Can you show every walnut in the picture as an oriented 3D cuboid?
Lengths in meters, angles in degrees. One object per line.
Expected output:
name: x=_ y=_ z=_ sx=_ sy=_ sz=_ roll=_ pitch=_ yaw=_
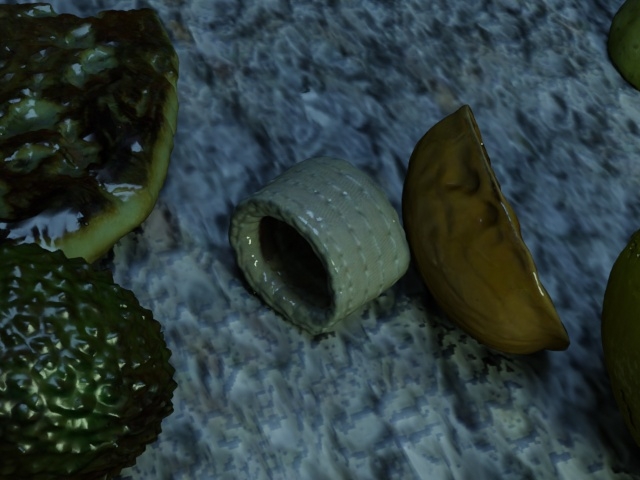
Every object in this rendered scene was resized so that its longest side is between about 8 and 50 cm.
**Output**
walnut: x=0.110 y=0.001 z=0.958 sx=0.087 sy=0.167 sz=0.211 roll=-21 pitch=57 yaw=5

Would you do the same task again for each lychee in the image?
lychee: x=-0.169 y=0.080 z=0.771 sx=0.171 sy=0.171 sz=0.171 roll=9 pitch=45 yaw=-9

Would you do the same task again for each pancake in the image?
pancake: x=-0.272 y=-0.054 z=0.950 sx=0.305 sy=0.066 sz=0.426 roll=11 pitch=45 yaw=4

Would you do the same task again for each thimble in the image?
thimble: x=0.000 y=0.000 z=0.941 sx=0.090 sy=0.102 sz=0.115 roll=-35 pitch=96 yaw=-39

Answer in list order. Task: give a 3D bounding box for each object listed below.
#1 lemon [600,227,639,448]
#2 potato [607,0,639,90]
lemon: x=0.313 y=0.083 z=0.865 sx=0.236 sy=0.236 sz=0.263 roll=4 pitch=41 yaw=-14
potato: x=0.415 y=-0.178 z=1.241 sx=0.272 sy=0.111 sz=0.160 roll=40 pitch=50 yaw=23
